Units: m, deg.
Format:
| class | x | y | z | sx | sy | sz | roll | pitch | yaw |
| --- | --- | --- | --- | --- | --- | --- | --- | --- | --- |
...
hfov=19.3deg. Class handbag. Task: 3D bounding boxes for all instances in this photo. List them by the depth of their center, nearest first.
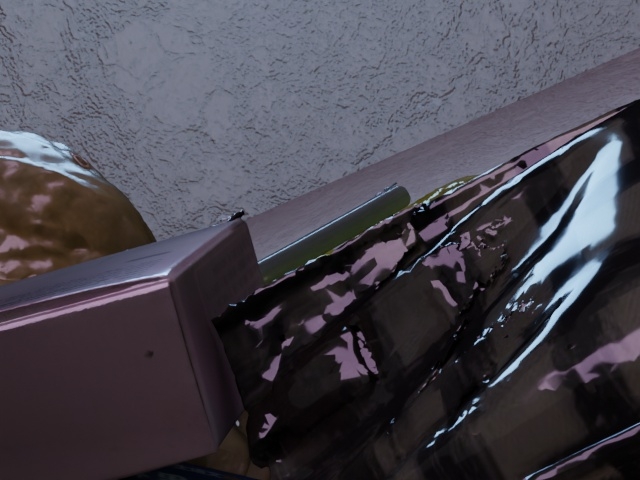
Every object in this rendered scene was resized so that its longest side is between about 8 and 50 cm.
| class | x | y | z | sx | sy | sz | roll | pitch | yaw |
| --- | --- | --- | --- | --- | --- | --- | --- | --- | --- |
| handbag | 0.114 | 0.077 | 0.863 | 0.327 | 0.162 | 0.325 | -26 | 24 | 11 |

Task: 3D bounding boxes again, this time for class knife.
| class | x | y | z | sx | sy | sz | roll | pitch | yaw |
| --- | --- | --- | --- | --- | --- | --- | --- | --- | --- |
| knife | 0.000 | 0.000 | 1.474 | 0.162 | 0.023 | 0.044 | -29 | 0 | -27 |

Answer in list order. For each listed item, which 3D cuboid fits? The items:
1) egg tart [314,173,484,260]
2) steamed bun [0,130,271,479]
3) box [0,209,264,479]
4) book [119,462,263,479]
| class | x | y | z | sx | sy | sz | roll | pitch | yaw |
| --- | --- | --- | --- | --- | --- | --- | --- | --- | --- |
| egg tart | 0.061 | 0.054 | 1.470 | 0.345 | 0.132 | 0.345 | -25 | 8 | 4 |
| steamed bun | -0.226 | 0.097 | 1.357 | 0.230 | 0.372 | 0.325 | -37 | -8 | -31 |
| box | -0.143 | 0.068 | 1.065 | 0.203 | 0.106 | 0.252 | -14 | 5 | 8 |
| book | -0.076 | 0.167 | 1.051 | 0.228 | 0.018 | 0.322 | 14 | 6 | -6 |
